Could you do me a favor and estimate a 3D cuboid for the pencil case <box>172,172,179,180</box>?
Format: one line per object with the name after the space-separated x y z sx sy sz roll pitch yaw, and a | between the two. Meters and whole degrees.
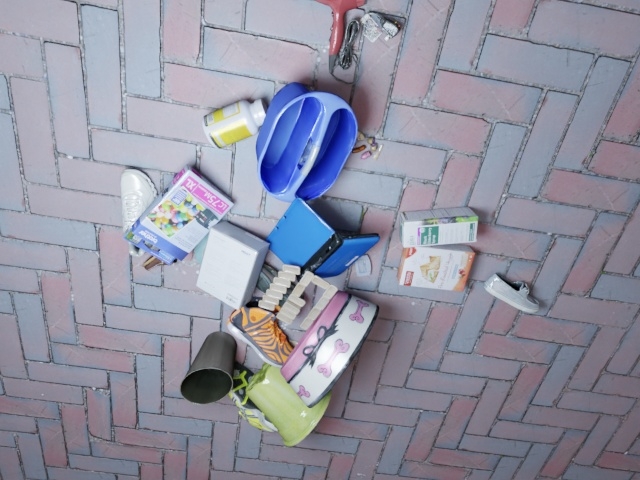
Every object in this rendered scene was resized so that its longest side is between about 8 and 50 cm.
-0.448 -0.138 1.293 0.070 0.064 0.151 19 115 6 | pencil case

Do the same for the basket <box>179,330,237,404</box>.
-0.396 0.459 1.487 0.204 0.227 0.154 -32 111 14 | basket

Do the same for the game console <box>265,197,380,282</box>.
0.000 0.000 1.298 0.250 0.173 0.293 -6 155 -33 | game console

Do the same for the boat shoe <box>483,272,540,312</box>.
0.700 0.185 1.431 0.228 0.079 0.081 25 118 -7 | boat shoe

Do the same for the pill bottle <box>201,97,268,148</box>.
-0.242 -0.346 1.171 0.184 0.103 0.103 -18 114 9 | pill bottle

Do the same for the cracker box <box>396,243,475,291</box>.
0.396 0.086 1.393 0.232 0.067 0.155 6 115 -2 | cracker box

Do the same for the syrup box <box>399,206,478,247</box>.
0.381 -0.044 1.316 0.237 0.096 0.093 -5 116 2 | syrup box

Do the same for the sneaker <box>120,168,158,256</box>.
-0.589 -0.084 1.292 0.110 0.118 0.292 1 114 2 | sneaker

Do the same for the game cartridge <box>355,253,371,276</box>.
0.151 0.088 1.424 0.056 0.017 0.083 -6 115 7 | game cartridge

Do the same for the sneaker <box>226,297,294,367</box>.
-0.175 0.336 1.481 0.321 0.124 0.180 37 111 -14 | sneaker

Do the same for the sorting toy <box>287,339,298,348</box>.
-0.111 0.431 1.591 0.062 0.012 0.083 13 115 -3 | sorting toy

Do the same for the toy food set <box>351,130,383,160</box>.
0.129 -0.291 1.241 0.122 0.019 0.078 20 114 -9 | toy food set

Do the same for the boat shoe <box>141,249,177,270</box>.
-0.521 0.050 1.378 0.207 0.073 0.073 -34 109 15 | boat shoe

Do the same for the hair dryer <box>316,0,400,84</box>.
0.051 -0.587 1.068 0.223 0.080 0.293 -41 108 18 | hair dryer

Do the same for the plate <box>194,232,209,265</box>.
-0.349 0.051 1.405 0.188 0.024 0.188 0 116 0 | plate

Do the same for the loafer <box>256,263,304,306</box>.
-0.168 0.148 1.432 0.267 0.084 0.096 44 139 -14 | loafer

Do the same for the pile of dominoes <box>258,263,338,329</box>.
-0.079 0.183 1.354 0.196 0.040 0.251 31 123 -4 | pile of dominoes

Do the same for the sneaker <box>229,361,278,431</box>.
-0.298 0.657 1.632 0.147 0.145 0.384 -30 105 27 | sneaker

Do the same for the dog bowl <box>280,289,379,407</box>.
0.021 0.344 1.355 0.150 0.408 0.408 35 112 4 | dog bowl

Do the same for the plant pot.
-0.141 0.594 1.551 0.254 0.276 0.276 42 109 -6 | plant pot

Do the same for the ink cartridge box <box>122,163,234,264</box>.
-0.446 -0.063 1.262 0.311 0.065 0.186 -45 128 6 | ink cartridge box

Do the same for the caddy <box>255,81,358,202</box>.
-0.044 -0.264 1.122 0.241 0.179 0.341 10 127 -26 | caddy

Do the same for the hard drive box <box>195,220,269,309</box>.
-0.293 0.082 1.325 0.181 0.089 0.232 27 115 11 | hard drive box
